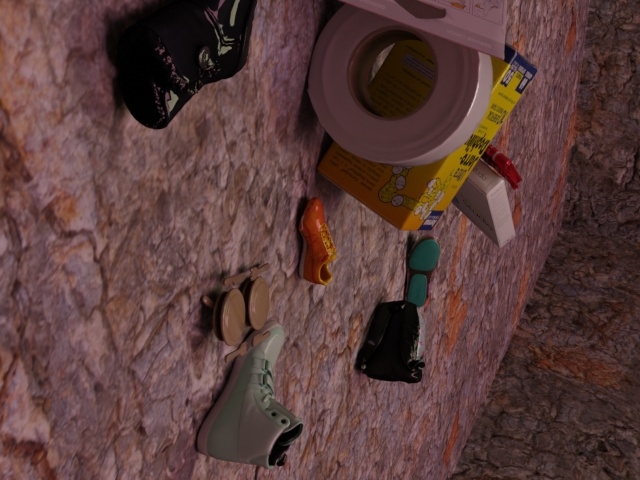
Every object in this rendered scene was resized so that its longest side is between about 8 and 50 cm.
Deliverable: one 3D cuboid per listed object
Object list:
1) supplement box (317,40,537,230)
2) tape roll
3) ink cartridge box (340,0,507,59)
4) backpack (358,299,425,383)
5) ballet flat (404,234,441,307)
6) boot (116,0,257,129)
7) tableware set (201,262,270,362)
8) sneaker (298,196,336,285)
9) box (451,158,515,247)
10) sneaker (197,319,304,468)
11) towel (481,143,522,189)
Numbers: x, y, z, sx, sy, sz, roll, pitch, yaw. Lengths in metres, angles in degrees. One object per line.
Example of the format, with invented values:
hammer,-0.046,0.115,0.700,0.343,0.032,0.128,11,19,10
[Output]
supplement box,0.191,-0.214,1.760,0.356,0.195,0.194,-58,161,13
tape roll,0.127,-0.260,1.600,0.100,0.286,0.286,-1,105,-69
ink cartridge box,0.143,-0.410,1.485,0.066,0.296,0.261,140,-36,-63
backpack,0.173,0.228,2.268,0.115,0.152,0.182,68,30,-66
ballet flat,0.246,0.062,2.425,0.079,0.077,0.221,-77,174,-54
boot,-0.149,-0.269,1.156,0.207,0.094,0.246,-50,155,-54
tableware set,-0.128,0.108,1.552,0.194,0.039,0.128,-22,113,-71
sneaker,0.000,0.000,1.756,0.064,0.067,0.175,-49,146,-45
box,0.340,-0.128,2.301,0.058,0.232,0.322,-41,153,-4
sneaker,-0.077,0.254,1.619,0.094,0.151,0.256,72,37,-52
towel,0.321,-0.222,2.158,0.031,0.275,0.199,-48,160,5
